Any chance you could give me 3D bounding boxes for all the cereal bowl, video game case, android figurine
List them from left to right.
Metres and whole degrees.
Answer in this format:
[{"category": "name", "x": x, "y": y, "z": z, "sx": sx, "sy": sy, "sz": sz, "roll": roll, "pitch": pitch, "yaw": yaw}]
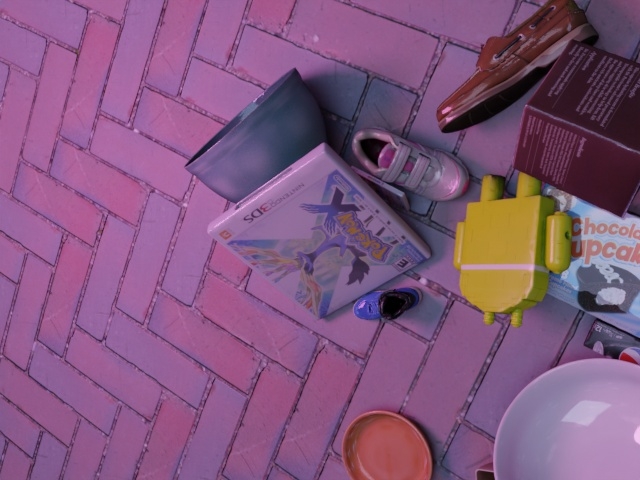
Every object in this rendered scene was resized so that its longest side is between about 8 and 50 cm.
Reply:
[{"category": "video game case", "x": 0.000, "y": 0.000, "z": 1.360, "sx": 0.299, "sy": 0.036, "sz": 0.329, "roll": -32, "pitch": 124, "yaw": 26}, {"category": "video game case", "x": 0.118, "y": -0.102, "z": 1.380, "sx": 0.122, "sy": 0.087, "sz": 0.011, "roll": 30, "pitch": 83, "yaw": 21}, {"category": "android figurine", "x": 0.328, "y": 0.015, "z": 1.234, "sx": 0.248, "sy": 0.056, "sz": 0.273, "roll": -6, "pitch": 76, "yaw": 54}, {"category": "cereal bowl", "x": 0.465, "y": 0.373, "z": 1.143, "sx": 0.338, "sy": 0.141, "sz": 0.339, "roll": -24, "pitch": 41, "yaw": 23}]

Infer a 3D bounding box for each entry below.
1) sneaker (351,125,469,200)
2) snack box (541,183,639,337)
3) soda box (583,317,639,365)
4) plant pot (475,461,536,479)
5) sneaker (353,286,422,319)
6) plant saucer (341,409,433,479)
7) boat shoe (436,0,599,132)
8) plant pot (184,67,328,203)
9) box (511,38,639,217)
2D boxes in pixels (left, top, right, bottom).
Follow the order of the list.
[{"category": "sneaker", "x": 0.159, "y": -0.144, "z": 1.338, "sx": 0.252, "sy": 0.111, "sz": 0.103, "roll": 24, "pitch": 106, "yaw": 23}, {"category": "snack box", "x": 0.506, "y": 0.041, "z": 1.207, "sx": 0.321, "sy": 0.060, "sz": 0.187, "roll": 27, "pitch": 106, "yaw": 23}, {"category": "soda box", "x": 0.545, "y": 0.191, "z": 1.202, "sx": 0.168, "sy": 0.060, "sz": 0.053, "roll": 27, "pitch": 107, "yaw": 23}, {"category": "plant pot", "x": 0.357, "y": 0.469, "z": 1.307, "sx": 0.108, "sy": 0.096, "sz": 0.109, "roll": -1, "pitch": 94, "yaw": 28}, {"category": "sneaker", "x": 0.121, "y": 0.130, "z": 1.401, "sx": 0.152, "sy": 0.084, "sz": 0.058, "roll": -14, "pitch": 89, "yaw": 28}, {"category": "plant saucer", "x": 0.140, "y": 0.445, "z": 1.450, "sx": 0.199, "sy": 0.037, "sz": 0.200, "roll": 3, "pitch": 97, "yaw": 26}, {"category": "boat shoe", "x": 0.329, "y": -0.309, "z": 1.245, "sx": 0.307, "sy": 0.110, "sz": 0.105, "roll": -32, "pitch": 77, "yaw": 16}, {"category": "plant pot", "x": -0.098, "y": -0.172, "z": 1.398, "sx": 0.293, "sy": 0.293, "sz": 0.196, "roll": -34, "pitch": 107, "yaw": 26}, {"category": "box", "x": 0.443, "y": -0.180, "z": 1.123, "sx": 0.203, "sy": 0.167, "sz": 0.168, "roll": 30, "pitch": 67, "yaw": 21}]
